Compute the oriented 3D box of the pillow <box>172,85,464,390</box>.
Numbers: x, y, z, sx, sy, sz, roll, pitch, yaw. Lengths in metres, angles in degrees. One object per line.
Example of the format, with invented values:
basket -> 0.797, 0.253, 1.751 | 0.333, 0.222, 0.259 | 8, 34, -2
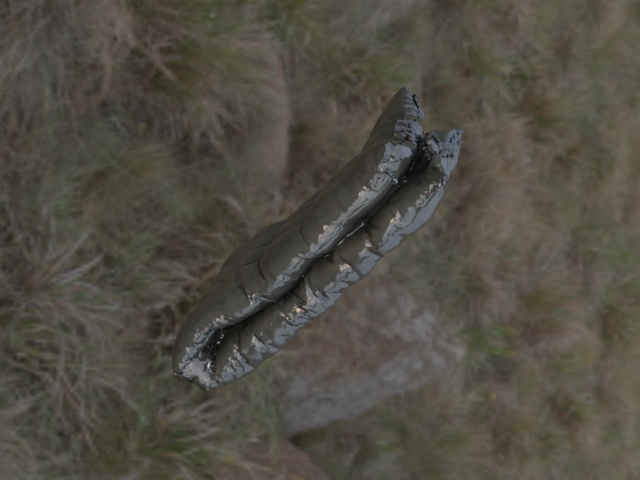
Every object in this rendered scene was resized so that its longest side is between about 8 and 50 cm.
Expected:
pillow -> 0.000, 0.000, 1.113 | 0.101, 0.326, 0.228 | 44, 20, -5
